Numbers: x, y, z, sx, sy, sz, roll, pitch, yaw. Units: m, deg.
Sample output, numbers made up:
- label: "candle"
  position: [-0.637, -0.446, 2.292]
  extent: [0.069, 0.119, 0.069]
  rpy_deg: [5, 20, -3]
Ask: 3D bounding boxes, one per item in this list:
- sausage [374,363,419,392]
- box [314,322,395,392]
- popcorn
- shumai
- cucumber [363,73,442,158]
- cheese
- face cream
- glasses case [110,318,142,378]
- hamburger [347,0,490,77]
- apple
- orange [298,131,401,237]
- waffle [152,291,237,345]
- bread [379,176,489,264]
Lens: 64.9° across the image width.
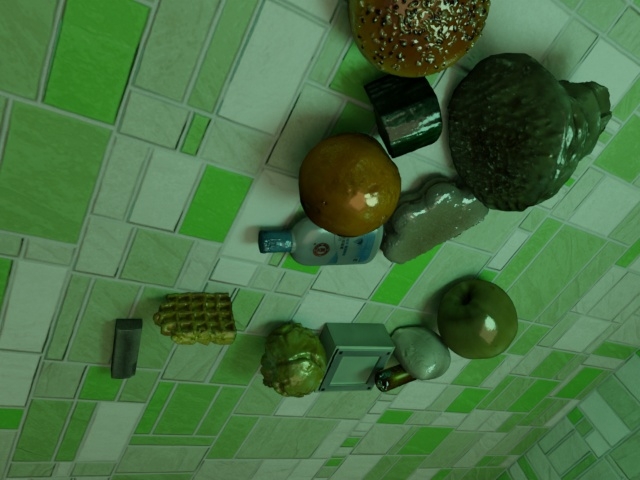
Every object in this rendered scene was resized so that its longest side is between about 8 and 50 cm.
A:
- label: "sausage"
  position: [0.270, 0.471, 1.757]
  extent: [0.082, 0.082, 0.371]
  rpy_deg: [-47, 154, 18]
- label: "box"
  position: [0.098, 0.399, 1.703]
  extent: [0.224, 0.117, 0.225]
  rpy_deg: [5, 125, -24]
- label: "popcorn"
  position: [-0.079, 0.366, 1.541]
  extent: [0.204, 0.221, 0.183]
  rpy_deg: [14, 145, -31]
- label: "shumai"
  position: [0.525, -0.280, 1.224]
  extent: [0.323, 0.324, 0.398]
  rpy_deg: [-24, 138, -20]
- label: "cucumber"
  position: [0.191, -0.281, 1.153]
  extent: [0.130, 0.191, 0.191]
  rpy_deg: [-19, 132, 2]
- label: "cheese"
  position: [0.361, 0.391, 1.756]
  extent: [0.189, 0.198, 0.154]
  rpy_deg: [23, 112, -44]
- label: "face cream"
  position: [0.000, 0.000, 1.367]
  extent: [0.336, 0.080, 0.163]
  rpy_deg: [-1, 128, -21]
- label: "glasses case"
  position: [-0.552, 0.309, 1.428]
  extent: [0.070, 0.047, 0.205]
  rpy_deg: [4, 125, -25]
- label: "hamburger"
  position: [0.196, -0.471, 0.999]
  extent: [0.300, 0.176, 0.300]
  rpy_deg: [-10, 131, -12]
- label: "apple"
  position: [0.519, 0.264, 1.672]
  extent: [0.262, 0.262, 0.262]
  rpy_deg: [-11, 130, -13]
- label: "orange"
  position: [0.067, -0.129, 1.180]
  extent: [0.246, 0.246, 0.246]
  rpy_deg: [-11, 130, -13]
- label: "waffle"
  position: [-0.341, 0.211, 1.353]
  extent: [0.210, 0.160, 0.055]
  rpy_deg: [2, 127, -24]
- label: "bread"
  position: [0.303, -0.074, 1.415]
  extent: [0.337, 0.102, 0.183]
  rpy_deg: [-31, 128, 8]
